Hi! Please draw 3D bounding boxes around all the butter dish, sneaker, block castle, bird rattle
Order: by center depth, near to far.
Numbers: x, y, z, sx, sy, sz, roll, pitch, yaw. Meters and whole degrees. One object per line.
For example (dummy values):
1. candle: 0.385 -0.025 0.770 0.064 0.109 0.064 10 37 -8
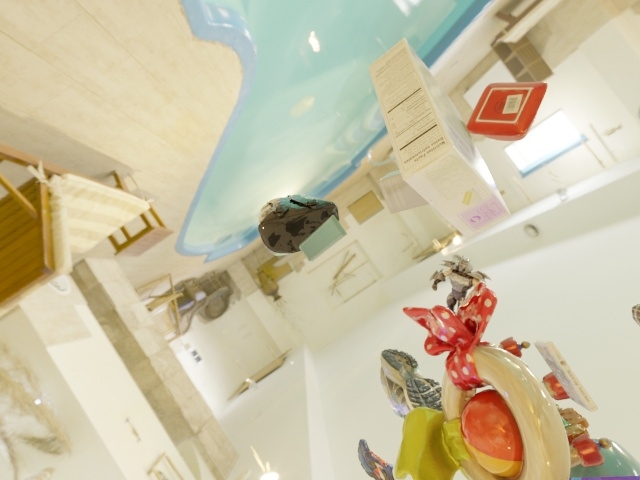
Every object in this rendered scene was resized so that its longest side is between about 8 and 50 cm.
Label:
1. bird rattle: 0.185 0.182 0.455 0.143 0.253 0.207 5 -168 -21
2. sneaker: 0.227 0.385 0.993 0.110 0.122 0.283 2 -162 -15
3. butter dish: 0.483 -0.312 1.058 0.118 0.160 0.160 36 78 -45
4. block castle: 0.728 0.526 1.384 0.213 0.302 0.453 -23 179 4
5. sneaker: 0.205 0.775 1.406 0.087 0.221 0.083 -37 163 3

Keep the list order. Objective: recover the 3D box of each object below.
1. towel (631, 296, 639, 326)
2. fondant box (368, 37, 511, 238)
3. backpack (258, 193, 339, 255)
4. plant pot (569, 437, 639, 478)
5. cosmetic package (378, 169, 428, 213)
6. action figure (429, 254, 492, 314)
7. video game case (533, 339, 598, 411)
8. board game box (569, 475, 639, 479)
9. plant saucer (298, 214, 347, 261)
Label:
1. towel: 0.975 0.232 1.019 0.121 0.284 0.235 -65 -164 -2
2. fondant box: 0.221 -0.197 0.790 0.096 0.330 0.238 -31 137 30
3. backpack: -0.103 -0.067 1.557 0.291 0.273 0.355 -18 -151 -11
4. plant pot: 0.948 0.785 1.388 0.290 0.291 0.195 -39 -145 45
5. cosmetic package: 0.319 -0.179 1.309 0.238 0.127 0.107 -12 -164 35
6. action figure: 0.419 0.177 1.257 0.099 0.284 0.185 -9 -157 -27
7. video game case: 0.511 0.278 0.871 0.019 0.143 0.157 -32 160 10
8. board game box: 0.814 0.722 0.992 0.233 0.347 0.078 -36 -174 43
9. plant saucer: 0.000 0.000 1.190 0.018 0.067 0.192 -32 175 -42
